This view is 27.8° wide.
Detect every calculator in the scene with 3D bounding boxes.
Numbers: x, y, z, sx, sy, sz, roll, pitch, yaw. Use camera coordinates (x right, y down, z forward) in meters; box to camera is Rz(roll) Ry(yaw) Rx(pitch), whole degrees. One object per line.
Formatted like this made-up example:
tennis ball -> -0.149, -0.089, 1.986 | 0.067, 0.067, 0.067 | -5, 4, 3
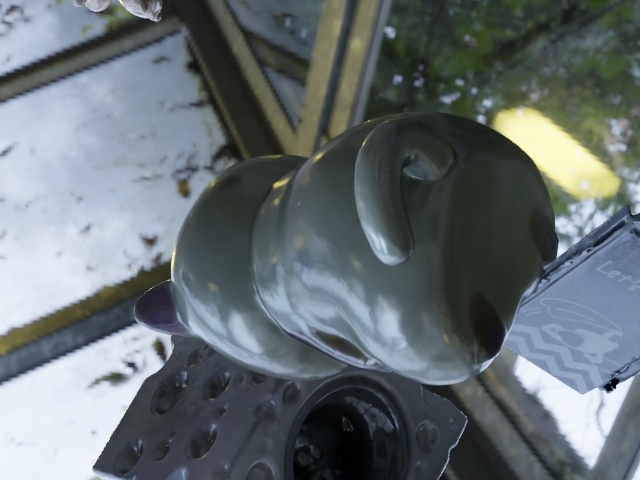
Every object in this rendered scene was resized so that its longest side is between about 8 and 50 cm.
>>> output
calculator -> 0.283, 0.064, 1.249 | 0.166, 0.274, 0.028 | 31, -129, -13

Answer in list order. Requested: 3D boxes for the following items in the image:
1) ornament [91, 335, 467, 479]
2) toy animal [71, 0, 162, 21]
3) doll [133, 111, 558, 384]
ornament -> -0.041, 0.213, 1.355 | 0.240, 0.240, 0.239 | 1, -126, 52
toy animal -> -0.199, -0.243, 1.212 | 0.082, 0.091, 0.114 | -25, -101, -12
doll -> 0.029, 0.012, 1.070 | 0.226, 0.370, 0.215 | 37, -119, -22
